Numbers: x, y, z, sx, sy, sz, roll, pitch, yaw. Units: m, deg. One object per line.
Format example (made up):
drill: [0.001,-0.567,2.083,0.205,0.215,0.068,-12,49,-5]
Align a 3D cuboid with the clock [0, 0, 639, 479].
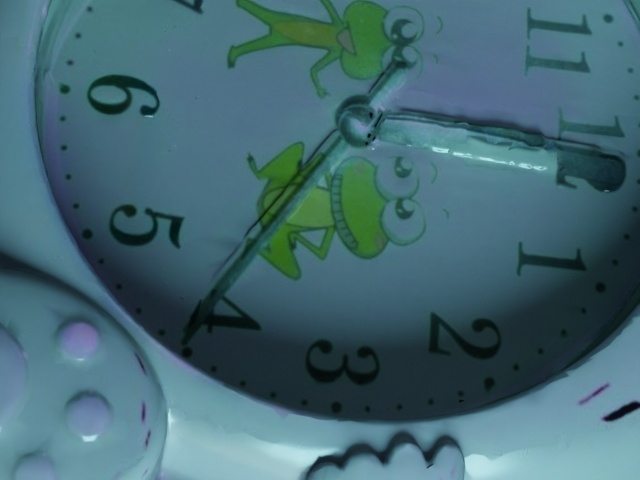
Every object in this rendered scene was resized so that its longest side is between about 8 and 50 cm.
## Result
clock: [0.020,-0.031,0.560,0.322,0.295,0.113,7,162,-6]
